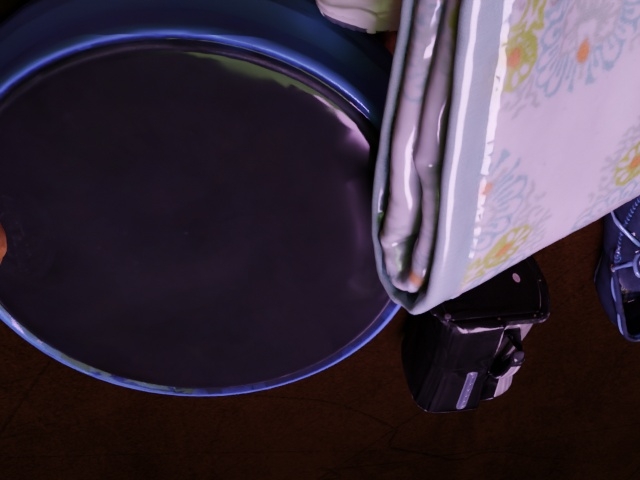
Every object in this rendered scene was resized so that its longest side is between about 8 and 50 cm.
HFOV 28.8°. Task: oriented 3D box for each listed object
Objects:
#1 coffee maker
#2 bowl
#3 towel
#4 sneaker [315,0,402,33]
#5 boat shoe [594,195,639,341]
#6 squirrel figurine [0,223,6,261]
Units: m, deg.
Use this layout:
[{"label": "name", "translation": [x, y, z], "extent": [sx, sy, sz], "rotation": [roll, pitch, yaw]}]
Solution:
[{"label": "coffee maker", "translation": [0.136, 0.090, 1.305], "extent": [0.171, 0.120, 0.178], "rotation": [14, 143, 2]}, {"label": "bowl", "translation": [-0.101, -0.026, 0.967], "extent": [0.391, 0.077, 0.391], "rotation": [0, 131, 0]}, {"label": "towel", "translation": [0.192, -0.138, 0.832], "extent": [0.320, 0.090, 0.374], "rotation": [-23, 144, -25]}, {"label": "sneaker", "translation": [0.086, -0.238, 0.804], "extent": [0.234, 0.094, 0.153], "rotation": [-20, 144, 11]}, {"label": "boat shoe", "translation": [0.339, 0.013, 1.257], "extent": [0.109, 0.089, 0.258], "rotation": [-14, 146, 2]}, {"label": "squirrel figurine", "translation": [-0.389, 0.078, 0.779], "extent": [0.397, 0.371, 0.281], "rotation": [-4, 152, -37]}]
